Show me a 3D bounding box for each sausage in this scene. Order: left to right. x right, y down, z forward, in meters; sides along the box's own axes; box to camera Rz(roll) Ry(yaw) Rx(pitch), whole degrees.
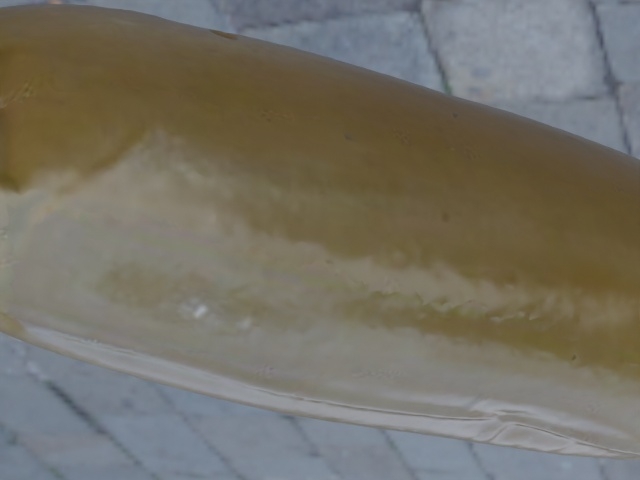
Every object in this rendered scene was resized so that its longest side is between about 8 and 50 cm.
[{"bbox_3d":[0.002,-0.002,0.562,0.354,0.134,0.116,13,149,-30],"label":"sausage"}]
